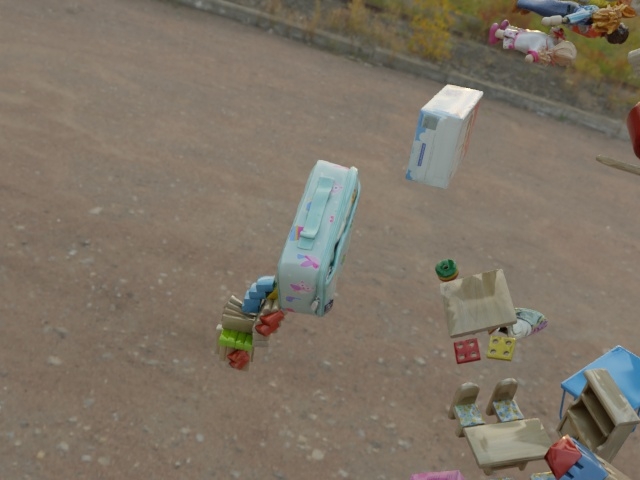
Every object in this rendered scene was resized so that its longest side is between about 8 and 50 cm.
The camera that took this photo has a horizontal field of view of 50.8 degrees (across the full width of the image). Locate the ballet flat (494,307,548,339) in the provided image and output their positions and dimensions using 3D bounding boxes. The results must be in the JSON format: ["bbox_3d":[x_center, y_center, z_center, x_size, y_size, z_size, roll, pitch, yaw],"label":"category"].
[{"bbox_3d":[0.413,0.188,1.549,0.222,0.076,0.079,15,35,0],"label":"ballet flat"}]

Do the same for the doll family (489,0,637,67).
[{"bbox_3d":[0.394,-0.353,1.039,0.263,0.118,0.163,-28,44,-36],"label":"doll family"}]

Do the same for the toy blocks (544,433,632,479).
[{"bbox_3d":[0.325,0.439,0.903,0.261,0.381,0.190,36,13,-14],"label":"toy blocks"}]

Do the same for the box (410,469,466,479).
[{"bbox_3d":[0.265,0.628,1.353,0.243,0.117,0.213,55,38,-22],"label":"box"}]

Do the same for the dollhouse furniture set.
[{"bbox_3d":[0.366,0.315,1.115,0.242,0.161,0.212,-3,40,-13],"label":"dollhouse furniture set"}]

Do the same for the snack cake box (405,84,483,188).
[{"bbox_3d":[0.267,-0.228,1.438,0.089,0.152,0.264,16,27,15],"label":"snack cake box"}]

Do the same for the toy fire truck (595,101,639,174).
[{"bbox_3d":[0.622,-0.174,1.246,0.217,0.246,0.158,30,47,-29],"label":"toy fire truck"}]

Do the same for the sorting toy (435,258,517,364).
[{"bbox_3d":[0.318,0.142,1.350,0.132,0.046,0.274,-16,44,13],"label":"sorting toy"}]

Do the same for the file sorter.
[{"bbox_3d":[0.553,0.302,1.274,0.170,0.104,0.118,-23,36,-26],"label":"file sorter"}]

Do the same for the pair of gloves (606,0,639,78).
[{"bbox_3d":[0.395,-0.245,0.713,0.240,0.042,0.204,46,-22,-26],"label":"pair of gloves"}]

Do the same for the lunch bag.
[{"bbox_3d":[0.000,0.000,1.285,0.108,0.224,0.279,14,60,4],"label":"lunch bag"}]

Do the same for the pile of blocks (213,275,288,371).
[{"bbox_3d":[-0.160,0.194,1.636,0.149,0.362,0.112,33,26,-12],"label":"pile of blocks"}]
